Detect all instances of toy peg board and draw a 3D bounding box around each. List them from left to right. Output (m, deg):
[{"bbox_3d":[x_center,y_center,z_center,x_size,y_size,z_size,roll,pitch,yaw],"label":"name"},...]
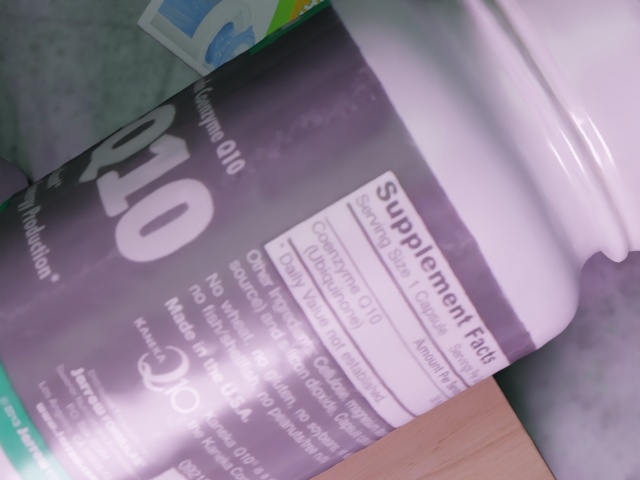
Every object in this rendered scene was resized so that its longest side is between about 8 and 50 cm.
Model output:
[{"bbox_3d":[0.041,0.135,0.684,0.161,0.079,0.160,-32,55,4],"label":"toy peg board"}]

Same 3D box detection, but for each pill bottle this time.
[{"bbox_3d":[0.000,0.000,0.603,0.361,0.204,0.204,-31,71,5],"label":"pill bottle"}]

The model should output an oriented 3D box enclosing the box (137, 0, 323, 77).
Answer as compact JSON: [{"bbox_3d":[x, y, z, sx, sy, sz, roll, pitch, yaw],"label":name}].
[{"bbox_3d":[0.004,-0.177,0.713,0.114,0.103,0.203,38,105,14],"label":"box"}]

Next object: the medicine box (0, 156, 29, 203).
[{"bbox_3d":[-0.346,0.031,0.698,0.289,0.263,0.149,-19,73,9],"label":"medicine box"}]
